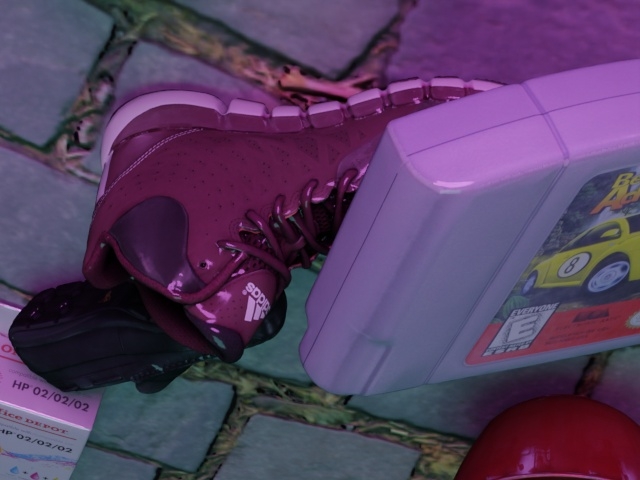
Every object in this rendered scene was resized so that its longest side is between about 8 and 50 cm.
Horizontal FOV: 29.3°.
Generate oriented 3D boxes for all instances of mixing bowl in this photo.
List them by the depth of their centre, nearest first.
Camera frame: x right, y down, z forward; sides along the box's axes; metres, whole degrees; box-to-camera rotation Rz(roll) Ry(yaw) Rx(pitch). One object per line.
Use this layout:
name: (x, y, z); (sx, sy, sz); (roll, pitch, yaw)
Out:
mixing bowl: (0.177, 0.177, 0.889); (0.181, 0.098, 0.181); (7, 139, 6)

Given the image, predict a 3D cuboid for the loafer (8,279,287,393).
loafer: (-0.113, 0.064, 0.837); (0.223, 0.076, 0.078); (-9, 123, 31)

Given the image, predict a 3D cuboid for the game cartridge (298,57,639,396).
game cartridge: (0.147, -0.010, 0.615); (0.294, 0.060, 0.196); (-8, 142, -24)

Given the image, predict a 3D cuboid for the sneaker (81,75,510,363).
sneaker: (0.000, 0.000, 0.673); (0.281, 0.162, 0.106); (-1, 138, 14)

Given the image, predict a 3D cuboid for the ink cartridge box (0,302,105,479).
ink cartridge box: (-0.231, 0.132, 0.956); (0.104, 0.061, 0.181); (19, 139, -10)
